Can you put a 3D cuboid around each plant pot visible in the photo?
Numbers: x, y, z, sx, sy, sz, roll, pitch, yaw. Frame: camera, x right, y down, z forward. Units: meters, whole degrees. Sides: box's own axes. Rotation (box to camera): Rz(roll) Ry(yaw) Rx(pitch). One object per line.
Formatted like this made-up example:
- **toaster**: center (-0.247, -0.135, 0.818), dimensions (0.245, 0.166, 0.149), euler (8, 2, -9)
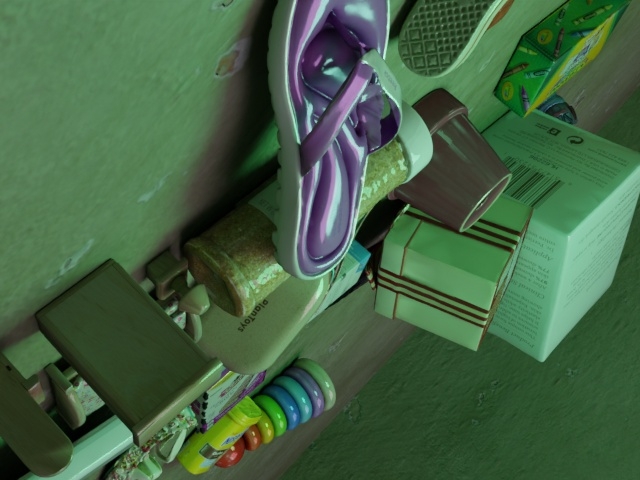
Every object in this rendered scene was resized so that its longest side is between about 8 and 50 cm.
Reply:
- **plant pot**: center (0.208, -0.119, 1.455), dimensions (0.201, 0.180, 0.201), euler (-44, 165, -15)

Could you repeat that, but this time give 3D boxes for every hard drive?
- **hard drive**: center (-0.356, 0.319, 1.172), dimensions (0.353, 0.047, 0.233), euler (-31, 173, -45)

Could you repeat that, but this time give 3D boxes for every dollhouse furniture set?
- **dollhouse furniture set**: center (-0.239, 0.201, 1.049), dimensions (0.303, 0.174, 0.355), euler (-39, 163, -27)

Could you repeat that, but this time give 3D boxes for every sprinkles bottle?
- **sprinkles bottle**: center (-0.010, -0.051, 1.139), dimensions (0.355, 0.121, 0.121), euler (-40, 164, -24)

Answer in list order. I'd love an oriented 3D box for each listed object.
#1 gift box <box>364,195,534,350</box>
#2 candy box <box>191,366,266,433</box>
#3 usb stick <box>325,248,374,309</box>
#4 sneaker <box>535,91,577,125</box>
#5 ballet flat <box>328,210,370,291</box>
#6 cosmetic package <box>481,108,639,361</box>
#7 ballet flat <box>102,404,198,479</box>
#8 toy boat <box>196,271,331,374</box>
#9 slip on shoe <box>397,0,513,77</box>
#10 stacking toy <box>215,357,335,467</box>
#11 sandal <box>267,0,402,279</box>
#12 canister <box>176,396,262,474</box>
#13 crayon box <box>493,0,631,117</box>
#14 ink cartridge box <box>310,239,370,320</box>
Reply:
- **gift box**: center (0.247, 0.011, 1.702), dimensions (0.255, 0.258, 0.276), euler (-53, 157, -42)
- **candy box**: center (-0.166, 0.231, 1.528), dimensions (0.159, 0.071, 0.233), euler (-39, 163, -25)
- **usb stick**: center (0.078, 0.069, 1.841), dimensions (0.278, 0.045, 0.077), euler (-29, 150, -49)
- **sneaker**: center (0.540, -0.237, 2.174), dimensions (0.104, 0.125, 0.262), euler (-33, 159, -42)
- **ballet flat**: center (0.000, 0.000, 1.352), dimensions (0.316, 0.107, 0.106), euler (-53, -170, 26)
- **cosmetic package**: center (0.465, -0.022, 1.945), dimensions (0.327, 0.329, 0.394), euler (-38, 145, -32)
- **ballet flat**: center (-0.294, 0.365, 1.506), dimensions (0.241, 0.077, 0.091), euler (-53, 165, 22)
- **toy boat**: center (-0.088, 0.069, 1.261), dimensions (0.231, 0.151, 0.151), euler (-50, -165, 14)
- **slip on shoe**: center (0.215, -0.339, 1.053), dimensions (0.331, 0.123, 0.101), euler (-52, 177, 33)
- **stacking toy**: center (-0.122, 0.410, 2.010), dimensions (0.330, 0.141, 0.141), euler (-32, 159, -34)
- **sandal**: center (0.033, -0.121, 0.931), dimensions (0.169, 0.102, 0.416), euler (-37, 145, -36)
- **canister**: center (-0.214, 0.406, 1.843), dimensions (0.170, 0.073, 0.126), euler (-47, 165, 5)
- **crayon box**: center (0.472, -0.378, 1.710), dimensions (0.278, 0.081, 0.165), euler (-39, 163, -28)
- **ink cartridge box**: center (0.004, 0.079, 1.627), dimensions (0.180, 0.060, 0.104), euler (-37, 162, -35)
